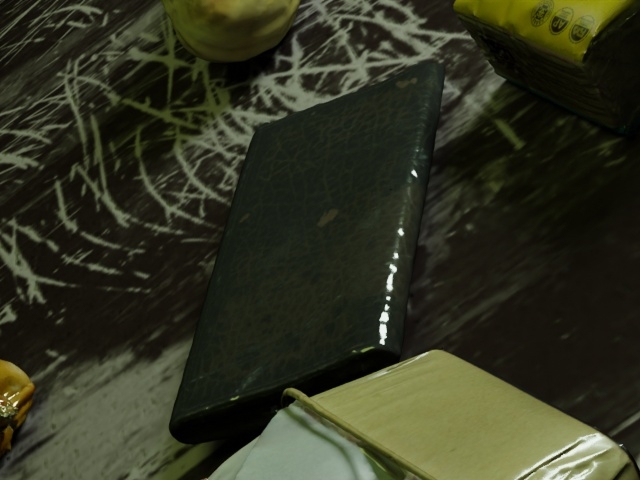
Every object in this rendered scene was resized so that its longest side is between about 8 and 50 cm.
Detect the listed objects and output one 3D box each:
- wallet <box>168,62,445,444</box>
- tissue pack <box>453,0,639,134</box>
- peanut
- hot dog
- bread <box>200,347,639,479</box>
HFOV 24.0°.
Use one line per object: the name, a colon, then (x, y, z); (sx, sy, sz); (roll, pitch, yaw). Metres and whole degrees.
wallet: (0.000, 0.000, 1.029); (0.170, 0.044, 0.321); (-22, 32, 27)
tissue pack: (0.180, -0.151, 0.984); (0.120, 0.082, 0.169); (-41, 31, -5)
peanut: (-0.081, -0.286, 1.383); (0.148, 0.147, 0.319); (-23, 38, 27)
hot dog: (-0.312, 0.137, 1.161); (0.249, 0.076, 0.102); (-13, 37, 39)
bread: (0.034, 0.157, 0.709); (0.212, 0.142, 0.224); (-34, 27, -18)
